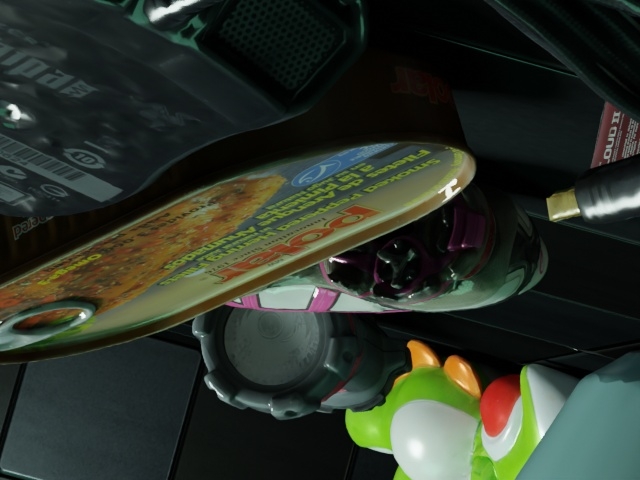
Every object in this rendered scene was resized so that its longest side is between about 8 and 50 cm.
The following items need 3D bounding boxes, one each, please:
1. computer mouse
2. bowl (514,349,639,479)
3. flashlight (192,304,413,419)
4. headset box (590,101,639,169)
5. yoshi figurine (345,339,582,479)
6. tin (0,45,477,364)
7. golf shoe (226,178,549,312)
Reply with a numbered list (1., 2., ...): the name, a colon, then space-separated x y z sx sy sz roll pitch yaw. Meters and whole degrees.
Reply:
1. computer mouse: -0.012 -0.049 0.416 0.184 0.060 0.262 22 160 -22
2. bowl: 0.255 0.167 1.139 0.312 0.163 0.311 15 174 2
3. flashlight: -0.010 0.078 1.290 0.103 0.103 0.304 41 179 10
4. headset box: 0.113 -0.019 0.475 0.062 0.032 0.083 18 171 -26
5. yoshi figurine: 0.173 0.199 1.499 0.203 0.203 0.362 12 180 -41
6. tin: -0.042 -0.007 0.557 0.190 0.040 0.106 -24 159 30
7. golf shoe: 0.000 0.000 0.734 0.186 0.067 0.086 10 173 35
